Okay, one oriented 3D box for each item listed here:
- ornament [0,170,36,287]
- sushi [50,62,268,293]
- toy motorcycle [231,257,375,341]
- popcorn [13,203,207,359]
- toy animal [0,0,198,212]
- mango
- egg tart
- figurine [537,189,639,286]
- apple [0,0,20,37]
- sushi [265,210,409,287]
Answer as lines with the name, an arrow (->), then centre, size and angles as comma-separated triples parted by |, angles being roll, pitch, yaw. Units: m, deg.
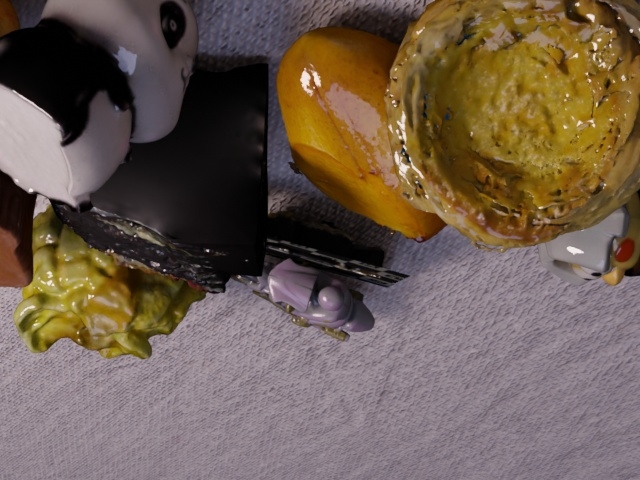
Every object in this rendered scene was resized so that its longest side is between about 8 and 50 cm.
ornament -> -0.392, -0.089, 1.560 | 0.235, 0.217, 0.221 | 19, 147, -18
sushi -> -0.168, -0.057, 1.571 | 0.227, 0.215, 0.212 | 1, 154, 4
toy motorcycle -> -0.014, 0.071, 1.851 | 0.152, 0.073, 0.225 | 11, 168, 45
popcorn -> -0.259, 0.050, 1.765 | 0.235, 0.216, 0.181 | 34, 145, -19
toy animal -> -0.218, -0.162, 1.399 | 0.165, 0.235, 0.187 | 35, 150, 21
mango -> 0.053, -0.125, 1.498 | 0.187, 0.138, 0.257 | 9, 148, 25
egg tart -> 0.199, -0.124, 1.405 | 0.291, 0.290, 0.107 | 5, -174, 3
figurine -> 0.359, -0.011, 1.625 | 0.236, 0.133, 0.176 | 4, 168, -5
apple -> -0.369, -0.207, 1.442 | 0.147, 0.146, 0.146 | 5, 148, 3
sushi -> 0.000, 0.000, 1.784 | 0.215, 0.050, 0.192 | 16, 172, -5
